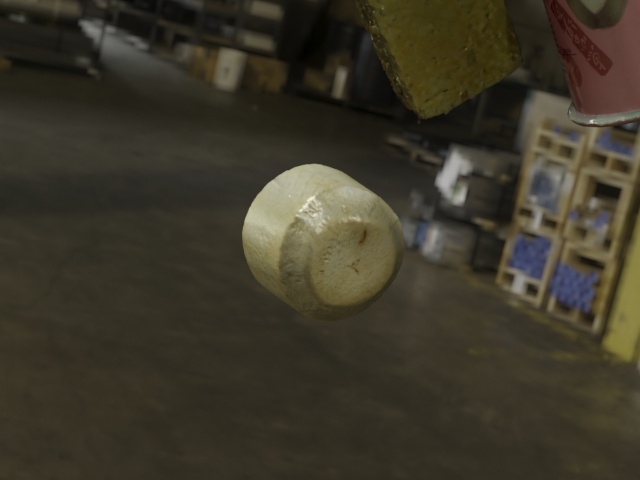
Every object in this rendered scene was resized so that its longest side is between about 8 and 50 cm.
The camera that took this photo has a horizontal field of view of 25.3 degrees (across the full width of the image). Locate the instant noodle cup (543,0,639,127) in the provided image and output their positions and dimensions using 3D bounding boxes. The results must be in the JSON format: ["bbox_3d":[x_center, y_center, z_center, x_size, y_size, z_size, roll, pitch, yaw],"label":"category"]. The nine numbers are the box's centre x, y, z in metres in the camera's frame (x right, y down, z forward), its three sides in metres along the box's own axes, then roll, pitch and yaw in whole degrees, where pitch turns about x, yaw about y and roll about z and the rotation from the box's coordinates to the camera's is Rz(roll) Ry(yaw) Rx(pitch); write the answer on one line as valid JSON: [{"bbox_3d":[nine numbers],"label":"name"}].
[{"bbox_3d":[0.299,-0.255,1.288,0.243,0.231,0.243,-22,14,6],"label":"instant noodle cup"}]

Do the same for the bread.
[{"bbox_3d":[0.112,-0.236,1.456,0.138,0.196,0.102,-25,12,5],"label":"bread"}]

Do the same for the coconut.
[{"bbox_3d":[0.000,0.000,1.961,0.202,0.202,0.222,7,13,-29],"label":"coconut"}]
